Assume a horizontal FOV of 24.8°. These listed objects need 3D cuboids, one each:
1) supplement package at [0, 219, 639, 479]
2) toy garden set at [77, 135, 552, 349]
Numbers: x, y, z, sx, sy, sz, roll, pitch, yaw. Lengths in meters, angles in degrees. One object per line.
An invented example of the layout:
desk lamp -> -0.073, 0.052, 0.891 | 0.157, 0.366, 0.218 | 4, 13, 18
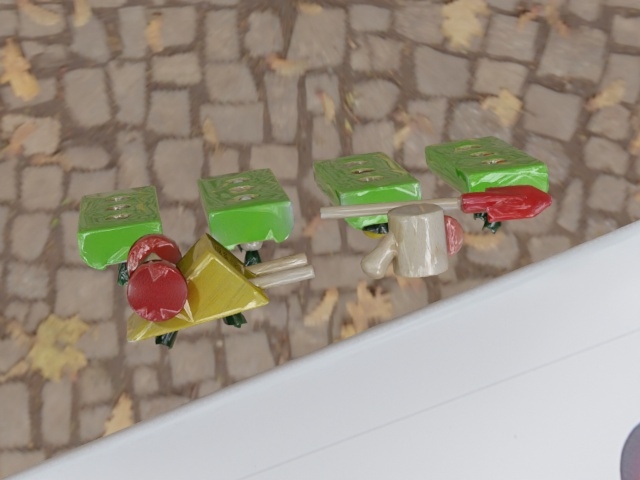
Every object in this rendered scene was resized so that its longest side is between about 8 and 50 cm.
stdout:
supplement package -> 0.024, 0.105, 0.423 | 0.262, 0.204, 0.145 | -24, 81, 20
toy garden set -> 0.000, 0.000, 0.753 | 0.244, 0.204, 0.049 | -9, 103, -6
